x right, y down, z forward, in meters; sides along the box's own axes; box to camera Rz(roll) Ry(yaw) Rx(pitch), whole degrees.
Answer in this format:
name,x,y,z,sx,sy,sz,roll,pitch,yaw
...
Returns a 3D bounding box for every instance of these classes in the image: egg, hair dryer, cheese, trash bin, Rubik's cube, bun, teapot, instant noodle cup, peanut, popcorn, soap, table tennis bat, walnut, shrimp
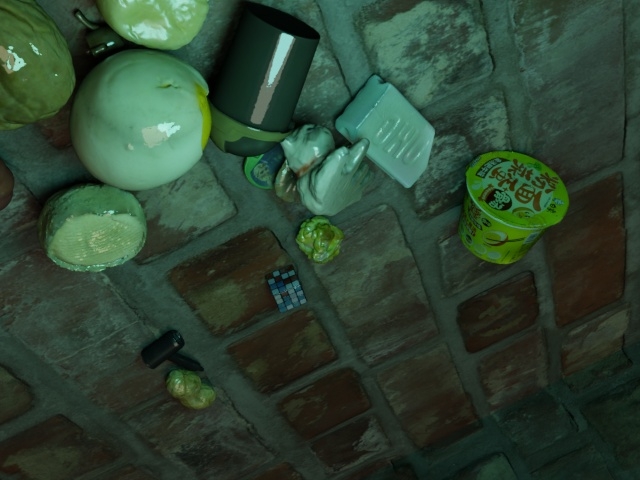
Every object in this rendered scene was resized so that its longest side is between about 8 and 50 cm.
name,x,y,z,sx,sy,sz,roll,pitch,yaw
egg,-0.387,-0.243,1.514,0.283,0.283,0.345,11,151,-33
hair dryer,-0.439,0.367,2.263,0.128,0.070,0.255,-38,143,12
cheese,-0.328,-0.499,1.424,0.226,0.117,0.214,10,123,-39
trash bin,-0.139,-0.337,1.598,0.214,0.214,0.333,9,121,-32
Rubik's cube,-0.104,0.148,2.172,0.092,0.092,0.092,-23,138,-3
bun,-0.557,-0.042,1.728,0.259,0.152,0.259,-18,149,-11
teapot,-0.458,-0.422,1.460,0.080,0.085,0.110,-27,118,-1
instant noodle cup,0.551,-0.088,2.131,0.312,0.311,0.221,-9,144,-17
peanut,-0.432,0.495,2.358,0.103,0.098,0.229,-3,147,23
popcorn,0.000,0.000,2.066,0.126,0.126,0.145,-34,126,-29
soap,0.186,-0.280,1.864,0.173,0.095,0.289,-50,134,5
table tennis bat,-0.150,-0.219,1.835,0.160,0.039,0.257,-46,136,14
walnut,-0.619,-0.344,1.329,0.277,0.252,0.313,-24,147,-2
shrimp,-0.026,-0.209,1.876,0.254,0.059,0.145,-46,132,8

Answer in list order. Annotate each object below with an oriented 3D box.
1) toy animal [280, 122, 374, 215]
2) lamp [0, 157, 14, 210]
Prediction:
name,x,y,z,sx,sy,sz,roll,pitch,yaw
toy animal,0.014,-0.185,1.793,0.308,0.188,0.266,-37,150,-53
lamp,-0.768,-0.117,1.563,0.182,0.140,0.182,-16,138,-15
